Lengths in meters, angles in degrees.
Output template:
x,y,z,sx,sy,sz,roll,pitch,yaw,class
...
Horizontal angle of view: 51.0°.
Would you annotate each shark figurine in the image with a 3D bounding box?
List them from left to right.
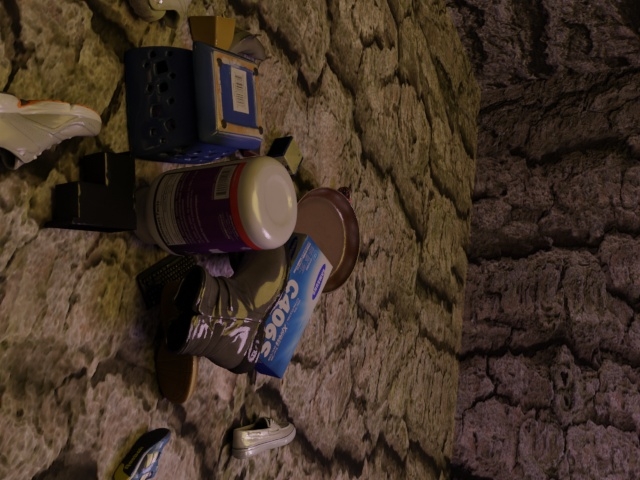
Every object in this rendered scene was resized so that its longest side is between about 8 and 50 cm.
x,y,z,sx,sy,sz,roll,pitch,yaw,class
-0.199,-0.476,1.681,0.166,0.116,0.278,64,33,-32,shark figurine

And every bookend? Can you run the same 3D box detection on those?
x,y,z,sx,sy,sz,roll,pitch,yaw,class
-0.423,-0.097,1.242,0.157,0.072,0.156,4,81,-61,bookend

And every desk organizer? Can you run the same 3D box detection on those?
x,y,z,sx,sy,sz,roll,pitch,yaw,class
-0.187,-0.284,1.736,0.047,0.050,0.130,20,68,-60,desk organizer

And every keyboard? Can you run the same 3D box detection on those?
x,y,z,sx,sy,sz,roll,pitch,yaw,class
-0.322,0.091,1.458,0.180,0.023,0.108,-40,121,-56,keyboard

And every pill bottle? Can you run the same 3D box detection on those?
x,y,z,sx,sy,sz,roll,pitch,yaw,class
-0.221,-0.063,1.349,0.181,0.323,0.181,15,73,-60,pill bottle

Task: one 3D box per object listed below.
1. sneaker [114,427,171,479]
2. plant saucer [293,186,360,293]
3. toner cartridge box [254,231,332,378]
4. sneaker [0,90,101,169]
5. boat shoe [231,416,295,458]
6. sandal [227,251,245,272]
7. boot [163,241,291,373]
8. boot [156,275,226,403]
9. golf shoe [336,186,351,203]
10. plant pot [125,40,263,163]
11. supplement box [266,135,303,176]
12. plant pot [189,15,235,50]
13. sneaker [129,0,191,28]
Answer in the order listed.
x,y,z,sx,sy,sz,roll,pitch,yaw,class
-0.346,0.435,1.331,0.144,0.053,0.059,-50,128,-42,sneaker
0.000,0.000,1.952,0.311,0.050,0.310,0,90,-46,plant saucer
-0.094,0.166,1.747,0.165,0.075,0.347,53,53,-46,toner cartridge box
-0.488,-0.178,1.128,0.262,0.099,0.121,-4,97,-54,sneaker
-0.135,0.480,1.683,0.226,0.083,0.075,-3,90,-61,boat shoe
-0.166,-0.027,1.707,0.445,0.107,0.167,-72,145,-58,sandal
-0.186,0.095,1.386,0.223,0.118,0.338,38,57,-47,boot
-0.266,0.211,1.474,0.203,0.095,0.262,-5,95,-68,boot
0.063,-0.082,2.165,0.086,0.067,0.186,39,62,-61,golf shoe
-0.257,-0.294,1.437,0.236,0.212,0.236,-3,89,-61,plant pot
-0.099,-0.234,1.887,0.083,0.056,0.083,61,36,-37,supplement box
-0.258,-0.492,1.609,0.081,0.081,0.083,-24,119,-61,plant pot
-0.355,-0.542,1.370,0.305,0.114,0.152,22,83,-64,sneaker
